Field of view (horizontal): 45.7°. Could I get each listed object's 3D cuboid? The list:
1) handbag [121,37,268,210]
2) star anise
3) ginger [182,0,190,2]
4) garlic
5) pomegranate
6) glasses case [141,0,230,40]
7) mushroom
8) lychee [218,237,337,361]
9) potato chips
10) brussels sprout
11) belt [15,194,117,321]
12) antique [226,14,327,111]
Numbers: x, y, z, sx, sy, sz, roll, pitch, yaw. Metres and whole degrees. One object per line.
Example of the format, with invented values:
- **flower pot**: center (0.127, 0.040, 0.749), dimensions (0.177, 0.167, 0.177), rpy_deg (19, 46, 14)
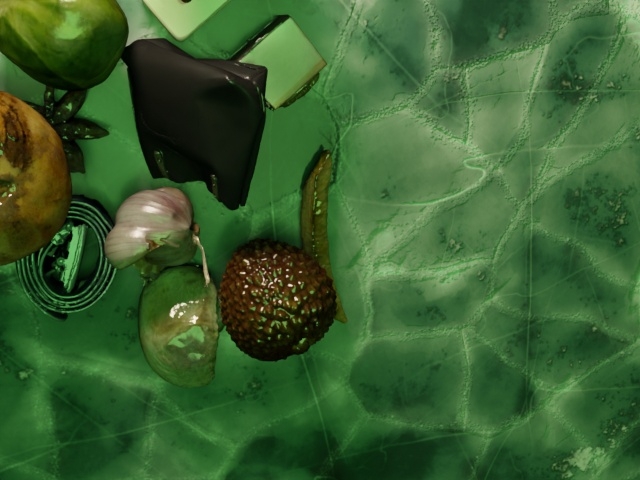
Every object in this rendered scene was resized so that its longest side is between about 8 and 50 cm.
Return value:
- **handbag**: center (-0.239, -0.223, 1.481), dimensions (0.152, 0.342, 0.288), rpy_deg (-26, 130, -46)
- **star anise**: center (-0.534, -0.215, 1.521), dimensions (0.212, 0.073, 0.197), rpy_deg (-29, 107, 0)
- **ginger**: center (-0.198, -0.658, 1.362), dimensions (0.254, 0.176, 0.419), rpy_deg (-15, 84, 10)
- **garlic**: center (-0.314, 0.025, 1.551), dimensions (0.207, 0.207, 0.257), rpy_deg (-42, 79, 2)
- **pomegranate**: center (-0.606, -0.113, 1.357), dimensions (0.322, 0.322, 0.322), rpy_deg (-3, 106, -11)
- **glasses case**: center (-0.205, -0.538, 1.497), dimensions (0.313, 0.070, 0.131), rpy_deg (-40, 110, 2)
- **mushroom**: center (-0.302, 0.196, 1.641), dimensions (0.189, 0.164, 0.267), rpy_deg (10, 104, -15)
- **lychee**: center (-0.097, 0.120, 1.622), dimensions (0.267, 0.267, 0.268), rpy_deg (-3, 106, -11)
- **potato chips**: center (0.000, 0.000, 1.704), dimensions (0.080, 0.057, 0.407), rpy_deg (-12, 108, -22)
- **brussels sprout**: center (-0.490, -0.391, 1.406), dimensions (0.271, 0.219, 0.210), rpy_deg (19, 97, 16)
- **belt**: center (-0.522, 0.038, 1.573), dimensions (0.206, 0.116, 0.268), rpy_deg (1, 103, -17)
- **antique**: center (-0.087, -0.354, 1.537), dimensions (0.152, 0.147, 0.148), rpy_deg (-41, 112, 1)
